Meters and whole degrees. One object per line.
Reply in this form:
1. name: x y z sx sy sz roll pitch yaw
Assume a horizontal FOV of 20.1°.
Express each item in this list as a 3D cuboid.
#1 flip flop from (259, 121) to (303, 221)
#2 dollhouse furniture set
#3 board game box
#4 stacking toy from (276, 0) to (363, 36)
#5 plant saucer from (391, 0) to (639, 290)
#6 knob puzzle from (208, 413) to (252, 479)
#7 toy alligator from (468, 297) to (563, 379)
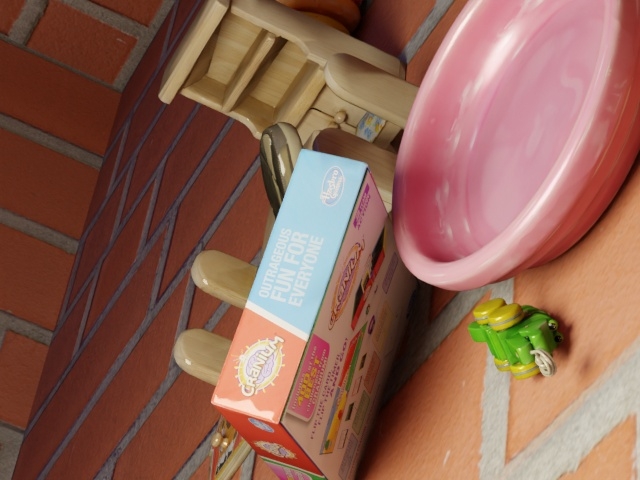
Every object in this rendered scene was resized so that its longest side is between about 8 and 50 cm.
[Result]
1. flip flop: 0.000 0.000 1.827 0.112 0.080 0.277 -135 29 -56
2. dollhouse furniture set: -0.058 -0.087 2.072 0.362 0.256 0.394 -54 19 40
3. board game box: 0.006 0.089 1.648 0.316 0.064 0.242 63 -136 -66
4. stacking toy: -0.025 -0.255 2.475 0.166 0.175 0.302 139 140 -64
5. plant saucer: 0.181 -0.105 1.545 0.332 0.084 0.332 -50 27 37
6. knob puzzle: -0.101 0.200 2.223 0.213 0.030 0.213 -58 16 28
7. toy alligator: 0.169 0.077 1.440 0.051 0.056 0.190 -27 11 -10
